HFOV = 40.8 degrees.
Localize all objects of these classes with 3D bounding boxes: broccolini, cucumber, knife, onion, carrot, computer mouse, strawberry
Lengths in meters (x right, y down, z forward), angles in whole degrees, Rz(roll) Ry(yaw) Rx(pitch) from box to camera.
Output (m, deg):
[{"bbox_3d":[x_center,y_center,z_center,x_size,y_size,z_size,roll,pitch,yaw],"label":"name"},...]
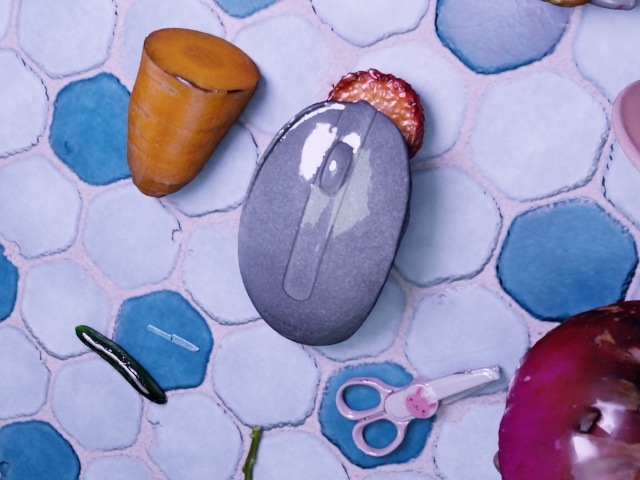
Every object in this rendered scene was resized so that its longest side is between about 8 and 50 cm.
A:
[{"bbox_3d":[-0.106,0.372,1.305,0.052,0.054,0.194,2,101,38],"label":"broccolini"},{"bbox_3d":[-0.309,0.190,1.338,0.184,0.033,0.036,39,90,5],"label":"cucumber"},{"bbox_3d":[-0.225,0.149,1.314,0.091,0.005,0.014,24,110,12],"label":"knife"},{"bbox_3d":[0.337,0.253,1.016,0.348,0.347,0.385,57,151,0],"label":"onion"},{"bbox_3d":[-0.190,-0.155,1.174,0.159,0.159,0.225,30,119,11],"label":"carrot"},{"bbox_3d":[0.000,0.002,1.097,0.203,0.114,0.374,21,126,13],"label":"computer mouse"},{"bbox_3d":[0.066,-0.152,1.106,0.145,0.086,0.145,7,110,19],"label":"strawberry"}]

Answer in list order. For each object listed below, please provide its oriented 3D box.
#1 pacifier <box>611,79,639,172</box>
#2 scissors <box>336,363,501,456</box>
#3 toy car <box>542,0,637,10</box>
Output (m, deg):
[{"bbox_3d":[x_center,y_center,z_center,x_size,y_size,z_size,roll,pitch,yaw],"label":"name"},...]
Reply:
[{"bbox_3d":[0.458,-0.057,0.933,0.332,0.273,0.220,33,83,11],"label":"pacifier"},{"bbox_3d":[0.139,0.220,1.192,0.242,0.030,0.118,-24,94,24],"label":"scissors"},{"bbox_3d":[0.345,-0.348,0.956,0.235,0.145,0.235,2,111,4],"label":"toy car"}]
